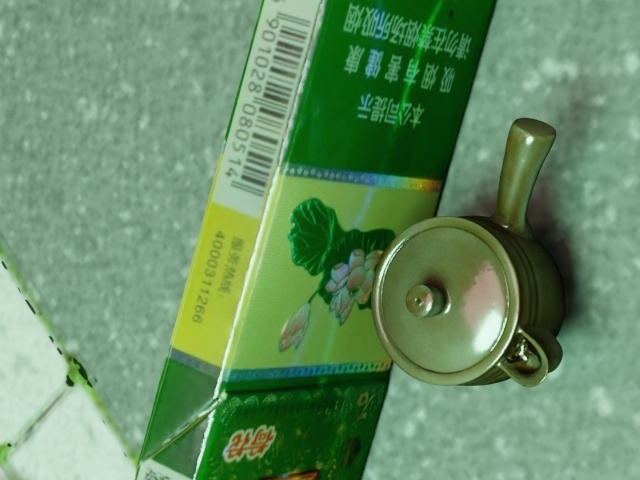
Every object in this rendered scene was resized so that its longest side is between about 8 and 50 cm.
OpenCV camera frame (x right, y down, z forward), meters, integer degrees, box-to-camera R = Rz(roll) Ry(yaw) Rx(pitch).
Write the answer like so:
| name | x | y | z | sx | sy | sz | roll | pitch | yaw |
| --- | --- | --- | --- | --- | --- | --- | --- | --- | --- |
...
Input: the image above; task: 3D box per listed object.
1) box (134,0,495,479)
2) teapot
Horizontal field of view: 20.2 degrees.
| name | x | y | z | sx | sy | sz | roll | pitch | yaw |
| --- | --- | --- | --- | --- | --- | --- | --- | --- | --- |
| box | 0.000 | 0.000 | 0.718 | 0.034 | 0.132 | 0.235 | 20 | 99 | 30 |
| teapot | 0.075 | 0.009 | 0.699 | 0.085 | 0.080 | 0.110 | 33 | 106 | 30 |
